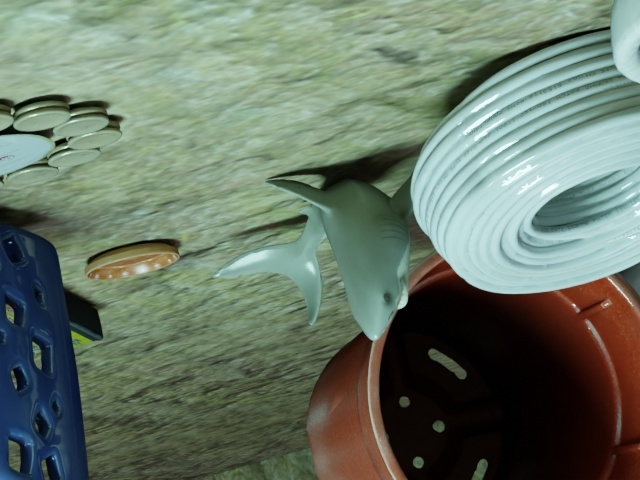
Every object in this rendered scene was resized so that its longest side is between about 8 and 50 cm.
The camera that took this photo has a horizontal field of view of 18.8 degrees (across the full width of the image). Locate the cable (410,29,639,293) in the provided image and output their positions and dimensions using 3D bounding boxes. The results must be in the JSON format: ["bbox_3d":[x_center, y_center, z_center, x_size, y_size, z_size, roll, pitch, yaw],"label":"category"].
[{"bbox_3d":[0.192,-0.055,1.424,0.257,0.089,0.257,-37,150,32],"label":"cable"}]

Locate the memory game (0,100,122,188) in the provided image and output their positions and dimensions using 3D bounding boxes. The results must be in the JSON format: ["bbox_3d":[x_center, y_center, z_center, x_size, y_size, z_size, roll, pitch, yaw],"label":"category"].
[{"bbox_3d":[-0.221,-0.056,1.246,0.186,0.012,0.186,-12,169,-2],"label":"memory game"}]

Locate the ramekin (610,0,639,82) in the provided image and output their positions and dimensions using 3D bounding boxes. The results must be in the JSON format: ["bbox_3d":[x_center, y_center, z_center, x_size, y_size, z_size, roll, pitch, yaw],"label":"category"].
[{"bbox_3d":[0.254,-0.178,0.884,0.277,0.135,0.277,-12,169,-2],"label":"ramekin"}]

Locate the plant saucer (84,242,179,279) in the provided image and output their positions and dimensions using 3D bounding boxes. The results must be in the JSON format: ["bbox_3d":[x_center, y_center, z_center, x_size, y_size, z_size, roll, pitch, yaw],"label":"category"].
[{"bbox_3d":[-0.164,0.017,1.679,0.084,0.013,0.083,-12,169,-2],"label":"plant saucer"}]

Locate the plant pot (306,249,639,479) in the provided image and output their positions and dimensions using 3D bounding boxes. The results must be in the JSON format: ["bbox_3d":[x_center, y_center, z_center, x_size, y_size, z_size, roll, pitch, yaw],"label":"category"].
[{"bbox_3d":[0.124,0.150,1.667,0.272,0.272,0.265,-9,171,-21],"label":"plant pot"}]

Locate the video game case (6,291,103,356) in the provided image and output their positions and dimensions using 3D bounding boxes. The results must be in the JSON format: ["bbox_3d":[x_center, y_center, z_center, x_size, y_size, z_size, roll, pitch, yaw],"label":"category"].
[{"bbox_3d":[-0.351,0.088,1.759,0.248,0.035,0.275,-14,168,5],"label":"video game case"}]

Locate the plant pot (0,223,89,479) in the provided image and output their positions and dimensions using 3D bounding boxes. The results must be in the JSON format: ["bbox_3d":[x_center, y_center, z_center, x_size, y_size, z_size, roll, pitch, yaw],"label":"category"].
[{"bbox_3d":[-0.318,0.105,1.385,0.236,0.236,0.212,-13,162,11],"label":"plant pot"}]

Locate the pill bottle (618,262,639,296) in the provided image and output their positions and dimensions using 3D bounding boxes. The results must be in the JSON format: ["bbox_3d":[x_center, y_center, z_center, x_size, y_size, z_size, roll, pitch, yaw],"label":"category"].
[{"bbox_3d":[0.272,0.078,1.820,0.131,0.131,0.229,-8,178,-25],"label":"pill bottle"}]

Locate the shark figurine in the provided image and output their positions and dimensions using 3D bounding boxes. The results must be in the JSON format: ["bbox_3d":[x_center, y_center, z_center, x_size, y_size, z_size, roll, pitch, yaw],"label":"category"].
[{"bbox_3d":[-0.003,-0.017,1.571,0.116,0.166,0.278,18,177,-19],"label":"shark figurine"}]
